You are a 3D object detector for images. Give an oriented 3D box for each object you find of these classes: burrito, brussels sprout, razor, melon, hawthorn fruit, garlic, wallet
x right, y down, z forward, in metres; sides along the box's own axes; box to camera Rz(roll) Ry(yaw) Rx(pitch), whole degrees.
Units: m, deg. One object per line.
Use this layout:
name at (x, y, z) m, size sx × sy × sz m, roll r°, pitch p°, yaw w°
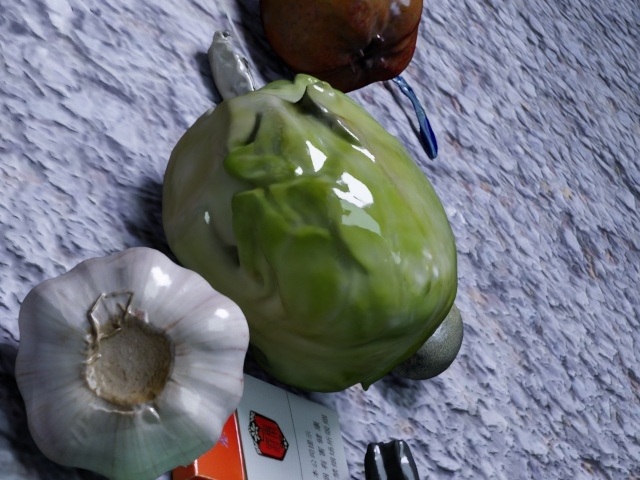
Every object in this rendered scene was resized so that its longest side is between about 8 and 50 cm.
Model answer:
burrito at (-0.067, -0.137, 1.851) m, size 0.058 × 0.063 × 0.229 m, roll -15°, pitch 75°, yaw -52°
brussels sprout at (0.000, 0.000, 1.652) m, size 0.328 × 0.247 × 0.328 m, roll 37°, pitch 23°, yaw -18°
razor at (0.125, -0.182, 2.252) m, size 0.154 × 0.028 × 0.044 m, roll 58°, pitch 27°, yaw -4°
melon at (0.116, 0.107, 1.889) m, size 0.098 × 0.098 × 0.131 m, roll 54°, pitch 25°, yaw -13°
hawthorn fruit at (0.012, -0.304, 2.028) m, size 0.208 × 0.208 × 0.248 m, roll 26°, pitch 26°, yaw -47°
garlic at (-0.165, 0.107, 1.404) m, size 0.199 × 0.199 × 0.226 m, roll 62°, pitch -7°, yaw 3°
wallet at (0.088, 0.327, 1.621) m, size 0.168 × 0.052 × 0.245 m, roll 96°, pitch -19°, yaw -70°

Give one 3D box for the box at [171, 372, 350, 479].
box at (-0.057, 0.198, 1.579) m, size 0.245 × 0.035 × 0.139 m, roll 30°, pitch 40°, yaw -45°
